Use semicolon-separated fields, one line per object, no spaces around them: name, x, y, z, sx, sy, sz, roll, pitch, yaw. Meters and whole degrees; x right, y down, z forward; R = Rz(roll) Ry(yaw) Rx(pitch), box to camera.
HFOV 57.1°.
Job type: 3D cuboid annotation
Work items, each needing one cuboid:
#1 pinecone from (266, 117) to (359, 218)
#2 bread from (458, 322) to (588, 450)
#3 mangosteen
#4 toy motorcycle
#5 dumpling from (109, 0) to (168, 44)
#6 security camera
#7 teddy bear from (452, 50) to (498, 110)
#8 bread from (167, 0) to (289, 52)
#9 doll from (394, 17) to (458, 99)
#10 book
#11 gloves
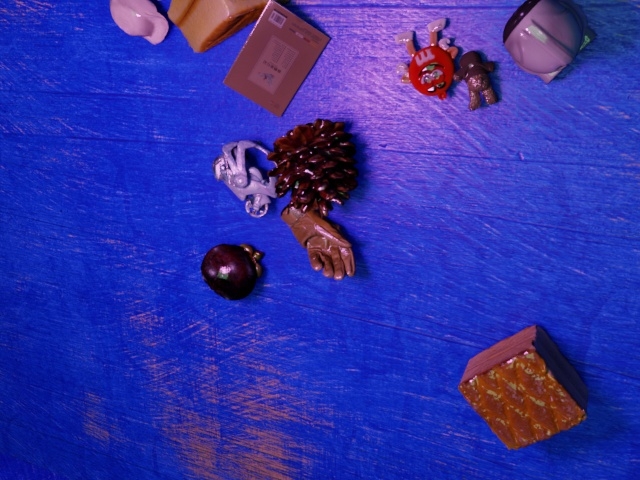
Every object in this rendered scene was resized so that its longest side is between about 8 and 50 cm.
pinecone;-0.021;-0.216;1.833;0.298;0.242;0.296;-19;100;13
bread;0.618;0.446;1.788;0.279;0.207;0.279;49;120;1
mangosteen;-0.321;0.101;2.125;0.216;0.216;0.216;8;111;23
toy motorcycle;-0.233;-0.224;1.999;0.206;0.154;0.260;-42;95;8
dumpling;-0.624;-0.763;1.989;0.250;0.132;0.162;35;152;1
security camera;0.547;-0.500;1.444;0.191;0.277;0.197;46;121;3
teddy bear;0.433;-0.447;1.626;0.119;0.078;0.160;-19;93;3
bread;-0.317;-0.776;1.888;0.361;0.245;0.233;-10;107;59
doll;0.303;-0.502;1.674;0.183;0.085;0.217;-12;93;27
book;-0.143;-0.564;1.847;0.217;0.021;0.310;29;121;-16
gloves;0.003;-0.001;1.962;0.154;0.141;0.331;-42;76;5
